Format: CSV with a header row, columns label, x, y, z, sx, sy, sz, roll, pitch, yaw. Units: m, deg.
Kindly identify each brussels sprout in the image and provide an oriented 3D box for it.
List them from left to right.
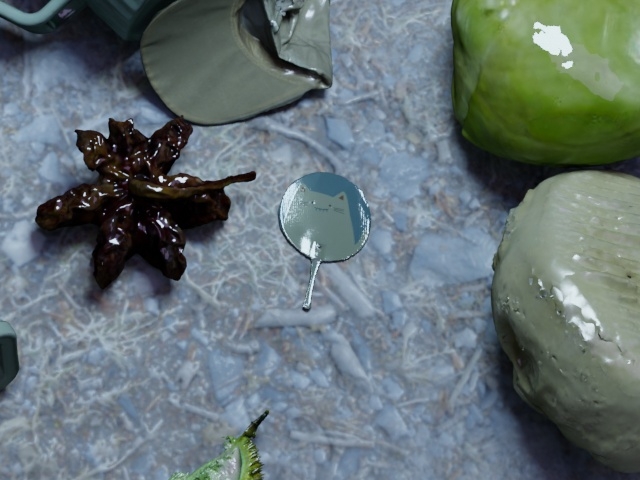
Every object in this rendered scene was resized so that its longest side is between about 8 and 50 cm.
label,x,y,z,sx,sy,sz,roll,pitch,yaw
brussels sprout,0.294,-0.224,1.939,0.328,0.247,0.328,7,54,-11

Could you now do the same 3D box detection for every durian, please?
label,x,y,z,sx,sy,sz,roll,pitch,yaw
durian,-0.118,0.277,1.782,0.215,0.086,0.100,-36,69,-18

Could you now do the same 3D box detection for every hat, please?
label,x,y,z,sx,sy,sz,roll,pitch,yaw
hat,-0.093,-0.268,1.929,0.245,0.214,0.149,-12,42,3

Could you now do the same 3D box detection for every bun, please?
label,x,y,z,sx,sy,sz,roll,pitch,yaw
bun,0.350,0.089,1.866,0.326,0.234,0.362,-14,60,-23

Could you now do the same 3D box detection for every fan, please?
label,x,y,z,sx,sy,sz,roll,pitch,yaw
fan,0.000,0.000,1.930,0.113,0.005,0.175,14,69,-8

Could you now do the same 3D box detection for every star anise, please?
label,x,y,z,sx,sy,sz,roll,pitch,yaw
star anise,-0.206,-0.055,1.843,0.190,0.126,0.220,35,72,4

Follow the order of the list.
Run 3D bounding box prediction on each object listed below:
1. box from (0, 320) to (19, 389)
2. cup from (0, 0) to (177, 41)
label,x,y,z,sx,sy,sz,roll,pitch,yaw
box,-0.496,0.118,1.708,0.312,0.175,0.182,-28,71,-19
cup,-0.284,-0.430,1.885,0.392,0.401,0.310,49,29,1
